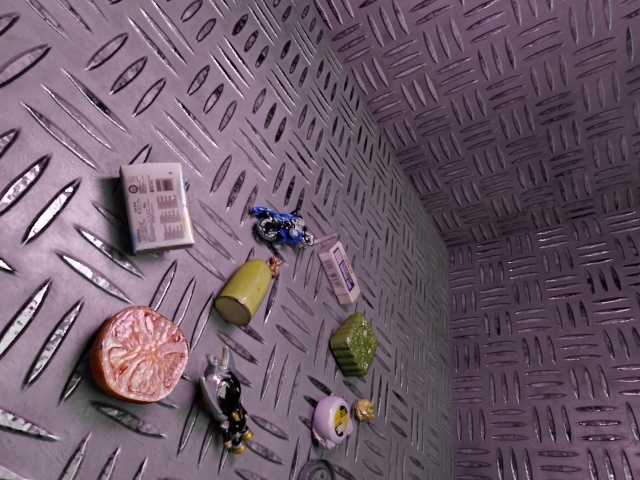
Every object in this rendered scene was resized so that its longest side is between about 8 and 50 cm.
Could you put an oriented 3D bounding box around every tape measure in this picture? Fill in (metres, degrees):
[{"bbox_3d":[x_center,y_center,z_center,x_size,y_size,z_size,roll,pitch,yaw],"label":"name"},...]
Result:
[{"bbox_3d":[0.042,0.695,1.597,0.196,0.105,0.178,5,80,-57],"label":"tape measure"}]

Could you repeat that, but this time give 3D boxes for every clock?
[{"bbox_3d":[-0.013,0.899,1.457,0.226,0.049,0.226,35,47,-49],"label":"clock"}]

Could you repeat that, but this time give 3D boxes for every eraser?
[{"bbox_3d":[0.091,0.154,1.947,0.124,0.081,0.279,-43,113,-58],"label":"eraser"}]

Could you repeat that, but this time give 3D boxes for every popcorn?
[{"bbox_3d":[0.198,0.761,1.843,0.109,0.089,0.097,18,50,-52],"label":"popcorn"}]

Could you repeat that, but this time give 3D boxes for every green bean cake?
[{"bbox_3d":[0.160,0.467,1.870,0.222,0.125,0.248,63,32,-18],"label":"green bean cake"}]

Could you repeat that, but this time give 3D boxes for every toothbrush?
[{"bbox_3d":[0.000,0.000,1.918,0.354,0.029,0.024,-20,107,-60],"label":"toothbrush"}]

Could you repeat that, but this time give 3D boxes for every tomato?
[{"bbox_3d":[-0.439,0.276,0.991,0.237,0.095,0.236,33,47,-44],"label":"tomato"}]

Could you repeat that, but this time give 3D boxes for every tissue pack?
[{"bbox_3d":[-0.448,-0.080,1.126,0.159,0.145,0.229,-10,83,-27],"label":"tissue pack"}]

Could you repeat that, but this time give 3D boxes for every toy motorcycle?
[{"bbox_3d":[-0.143,-0.059,1.635,0.315,0.113,0.169,13,54,-48],"label":"toy motorcycle"}]

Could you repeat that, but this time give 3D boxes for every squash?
[{"bbox_3d":[-0.235,0.150,1.354,0.132,0.132,0.247,59,34,-25],"label":"squash"}]

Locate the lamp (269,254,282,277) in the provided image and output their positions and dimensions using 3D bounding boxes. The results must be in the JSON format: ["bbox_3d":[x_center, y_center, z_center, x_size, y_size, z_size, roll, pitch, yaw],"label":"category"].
[{"bbox_3d":[-0.175,0.105,1.579,0.063,0.031,0.083,37,50,-44],"label":"lamp"}]

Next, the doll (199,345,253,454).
[{"bbox_3d":[-0.267,0.461,1.183,0.145,0.103,0.316,-32,113,-43],"label":"doll"}]
